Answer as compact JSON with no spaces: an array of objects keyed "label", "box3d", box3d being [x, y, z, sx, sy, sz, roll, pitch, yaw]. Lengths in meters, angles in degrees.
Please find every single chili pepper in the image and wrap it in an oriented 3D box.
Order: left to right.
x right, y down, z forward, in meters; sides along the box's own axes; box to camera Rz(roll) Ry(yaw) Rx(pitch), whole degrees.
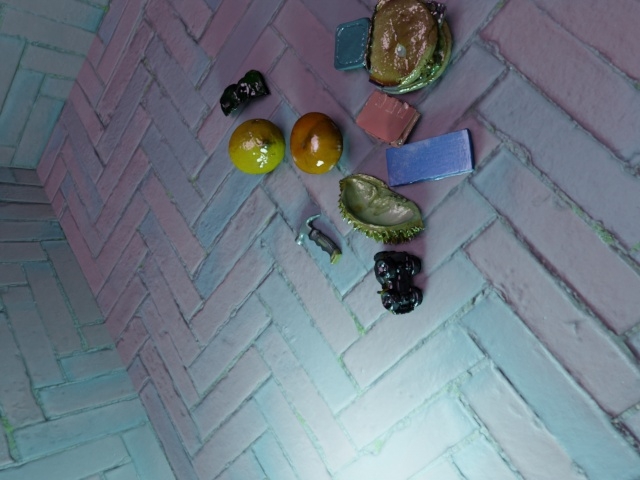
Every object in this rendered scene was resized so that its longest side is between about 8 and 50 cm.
[{"label":"chili pepper","box3d":[-0.365,-0.655,2.276,0.264,0.116,0.148,-26,72,34]}]

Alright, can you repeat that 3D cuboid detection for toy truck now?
[{"label":"toy truck","box3d":[0.257,0.147,1.809,0.165,0.147,0.225,-8,88,61]}]

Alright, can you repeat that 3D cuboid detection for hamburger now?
[{"label":"hamburger","box3d":[0.295,-0.657,1.724,0.276,0.195,0.318,23,107,32]}]

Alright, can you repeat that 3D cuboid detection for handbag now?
[{"label":"handbag","box3d":[0.241,-0.439,1.834,0.212,0.059,0.157,38,101,38]}]

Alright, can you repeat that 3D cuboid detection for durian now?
[{"label":"durian","box3d":[0.189,-0.116,1.840,0.394,0.163,0.198,47,114,34]}]

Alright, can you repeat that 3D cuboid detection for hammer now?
[{"label":"hammer","box3d":[0.000,0.000,2.052,0.226,0.041,0.159,44,117,29]}]

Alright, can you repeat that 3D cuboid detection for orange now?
[{"label":"orange","box3d":[-0.013,-0.375,1.976,0.240,0.171,0.241,10,103,50]}]

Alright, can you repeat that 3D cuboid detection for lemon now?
[{"label":"lemon","box3d":[-0.272,-0.389,2.143,0.253,0.228,0.229,-20,79,37]}]

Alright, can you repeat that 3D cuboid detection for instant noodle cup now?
[{"label":"instant noodle cup","box3d":[0.132,-0.732,1.925,0.157,0.070,0.179,5,94,39]}]

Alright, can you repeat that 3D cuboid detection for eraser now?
[{"label":"eraser","box3d":[0.374,-0.280,1.761,0.311,0.042,0.144,-9,84,37]}]
